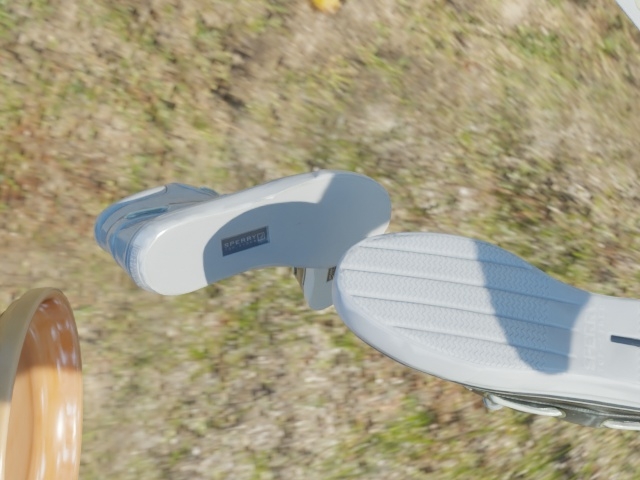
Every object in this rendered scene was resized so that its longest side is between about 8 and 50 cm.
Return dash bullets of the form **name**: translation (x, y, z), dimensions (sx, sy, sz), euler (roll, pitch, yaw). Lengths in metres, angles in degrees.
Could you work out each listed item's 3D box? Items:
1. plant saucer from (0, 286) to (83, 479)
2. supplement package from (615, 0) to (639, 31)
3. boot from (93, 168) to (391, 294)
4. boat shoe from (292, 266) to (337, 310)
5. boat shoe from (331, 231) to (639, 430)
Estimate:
- **plant saucer**: translation (-0.190, 0.128, 1.031), dimensions (0.037, 0.200, 0.200), euler (3, 88, 5)
- **supplement package**: translation (0.379, -0.231, 1.397), dimensions (0.199, 0.198, 0.263), euler (-36, 108, 24)
- **boot**: translation (-0.073, -0.024, 1.461), dimensions (0.123, 0.258, 0.095), euler (33, 127, 53)
- **boat shoe**: translation (0.000, 0.000, 1.973), dimensions (0.077, 0.219, 0.070), euler (-22, 61, -25)
- **boat shoe**: translation (0.165, 0.093, 1.282), dimensions (0.335, 0.119, 0.121), euler (16, 55, 0)
